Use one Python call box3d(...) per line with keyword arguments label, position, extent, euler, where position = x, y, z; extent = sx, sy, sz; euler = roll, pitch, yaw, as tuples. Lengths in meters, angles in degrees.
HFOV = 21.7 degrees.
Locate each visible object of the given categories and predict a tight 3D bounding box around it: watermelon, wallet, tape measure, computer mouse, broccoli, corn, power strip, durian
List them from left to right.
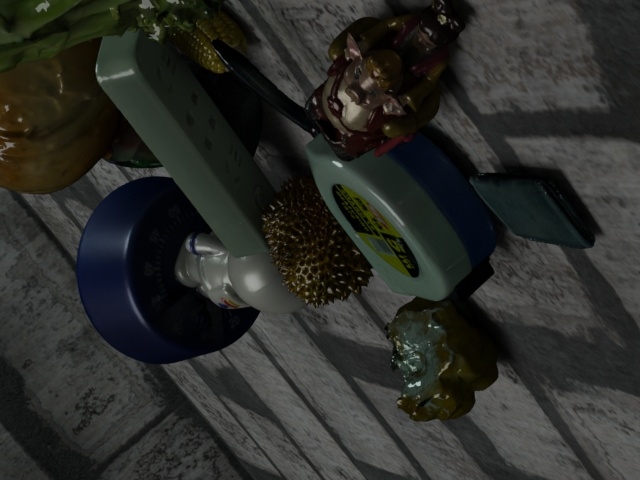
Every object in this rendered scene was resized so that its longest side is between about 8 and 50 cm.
box3d(label="broccoli", position=(-0.262, -0.248, 1.652), extent=(0.353, 0.397, 0.275), euler=(6, -129, -56))
box3d(label="watermelon", position=(-0.235, -0.146, 2.211), extent=(0.231, 0.146, 0.128), euler=(24, 152, 50))
box3d(label="corn", position=(-0.161, -0.260, 1.891), extent=(0.206, 0.067, 0.067), euler=(40, 162, 21))
box3d(label="power strip", position=(-0.141, -0.108, 1.954), extent=(0.062, 0.091, 0.385), euler=(-9, 141, 23))
box3d(label="computer mouse", position=(-0.124, -0.161, 2.036), extent=(0.113, 0.068, 0.229), euler=(25, 147, 11))
box3d(label="durian", position=(0.000, 0.000, 1.981), extent=(0.158, 0.137, 0.168), euler=(40, 148, 34))
box3d(label="tape measure", position=(0.043, -0.087, 1.706), extent=(0.351, 0.098, 0.215), euler=(50, 166, -18))
box3d(label="wallet", position=(0.201, -0.031, 1.560), extent=(0.088, 0.026, 0.129), euler=(49, 164, -21))

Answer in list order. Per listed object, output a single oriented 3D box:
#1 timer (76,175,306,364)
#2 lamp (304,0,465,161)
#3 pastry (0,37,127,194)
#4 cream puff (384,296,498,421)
box3d(label="timer", position=(-0.126, 0.033, 2.261), extent=(0.383, 0.270, 0.270), euler=(-5, 127, 52))
box3d(label="lamp", position=(0.058, -0.146, 1.509), extent=(0.118, 0.118, 0.253), euler=(48, 166, -2))
box3d(label="pastry", position=(-0.376, -0.255, 2.087), extent=(0.409, 0.245, 0.409), euler=(48, 151, 38))
box3d(label="cream puff", position=(0.148, 0.138, 1.964), extent=(0.121, 0.156, 0.156), euler=(-18, 123, 26))
